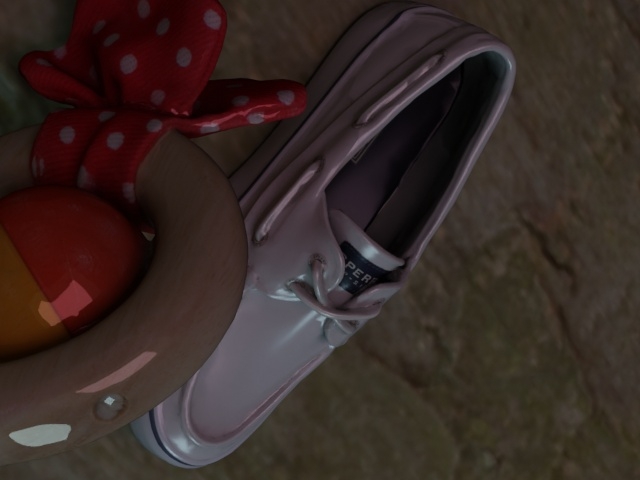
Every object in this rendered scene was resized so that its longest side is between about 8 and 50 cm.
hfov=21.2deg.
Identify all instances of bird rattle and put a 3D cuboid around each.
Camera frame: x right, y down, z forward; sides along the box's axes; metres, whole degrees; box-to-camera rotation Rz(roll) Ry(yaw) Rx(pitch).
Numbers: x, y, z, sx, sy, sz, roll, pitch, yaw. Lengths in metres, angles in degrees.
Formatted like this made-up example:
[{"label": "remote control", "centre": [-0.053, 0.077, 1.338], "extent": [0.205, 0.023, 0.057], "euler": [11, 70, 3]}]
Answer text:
[{"label": "bird rattle", "centre": [-0.109, 0.004, 0.682], "extent": [0.253, 0.207, 0.143], "euler": [-21, 134, -15]}]

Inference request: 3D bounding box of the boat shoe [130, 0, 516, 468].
[{"label": "boat shoe", "centre": [0.000, 0.000, 0.808], "extent": [0.095, 0.084, 0.258], "euler": [31, 87, -36]}]
